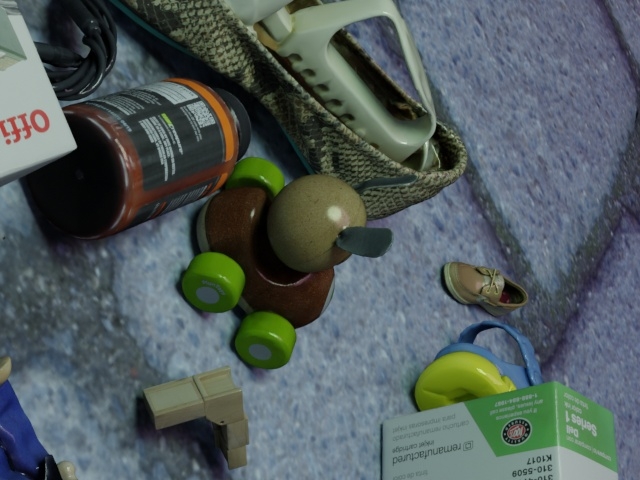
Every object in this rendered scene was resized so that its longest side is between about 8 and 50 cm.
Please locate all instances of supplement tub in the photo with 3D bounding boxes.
[{"bbox_3d":[-0.136,-0.072,1.093,0.198,0.106,0.106,-26,96,-56],"label":"supplement tub"}]

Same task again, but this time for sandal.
[{"bbox_3d":[0.226,0.202,1.471,0.317,0.126,0.138,55,33,-26],"label":"sandal"}]

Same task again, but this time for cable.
[{"bbox_3d":[-0.216,-0.188,1.056,0.150,0.047,0.184,39,32,-17],"label":"cable"}]

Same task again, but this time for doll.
[{"bbox_3d":[-0.200,0.180,0.932,0.189,0.046,0.129,66,24,-19],"label":"doll"}]

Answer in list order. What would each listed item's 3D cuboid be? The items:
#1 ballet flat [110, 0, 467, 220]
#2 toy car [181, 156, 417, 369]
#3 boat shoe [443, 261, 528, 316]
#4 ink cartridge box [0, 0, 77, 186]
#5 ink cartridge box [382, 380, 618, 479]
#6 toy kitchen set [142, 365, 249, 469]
[{"bbox_3d":[-0.020,-0.195,1.249,0.483,0.182,0.164,43,44,-35],"label":"ballet flat"},{"bbox_3d":[0.000,0.000,1.177,0.149,0.188,0.155,50,39,-29],"label":"toy car"},{"bbox_3d":[0.189,0.050,1.553,0.135,0.045,0.050,22,57,-49],"label":"boat shoe"},{"bbox_3d":[-0.302,-0.143,0.878,0.198,0.115,0.272,-32,100,-57],"label":"ink cartridge box"},{"bbox_3d":[0.167,0.294,1.262,0.117,0.201,0.278,31,51,-44],"label":"ink cartridge box"},{"bbox_3d":[-0.105,0.141,1.110,0.068,0.075,0.083,-126,-153,-49],"label":"toy kitchen set"}]
